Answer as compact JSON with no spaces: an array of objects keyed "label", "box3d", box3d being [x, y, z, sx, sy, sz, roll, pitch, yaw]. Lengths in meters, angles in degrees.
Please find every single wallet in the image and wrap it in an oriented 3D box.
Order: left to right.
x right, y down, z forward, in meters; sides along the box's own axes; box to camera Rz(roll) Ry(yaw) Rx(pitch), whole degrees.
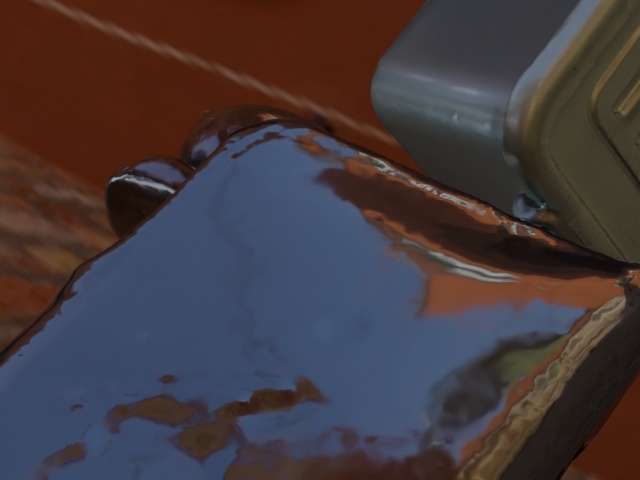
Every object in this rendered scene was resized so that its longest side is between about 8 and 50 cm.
[{"label":"wallet","box3d":[-0.054,0.102,0.536,0.377,0.197,0.051,-47,-31,-33]}]

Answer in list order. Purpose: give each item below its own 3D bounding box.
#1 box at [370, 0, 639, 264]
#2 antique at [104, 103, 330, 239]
[{"label":"box","box3d":[0.145,-0.091,0.749,0.243,0.163,0.135,-52,35,-12]},{"label":"antique","box3d":[0.000,0.000,1.089,0.143,0.256,0.121,-37,-38,-38]}]
